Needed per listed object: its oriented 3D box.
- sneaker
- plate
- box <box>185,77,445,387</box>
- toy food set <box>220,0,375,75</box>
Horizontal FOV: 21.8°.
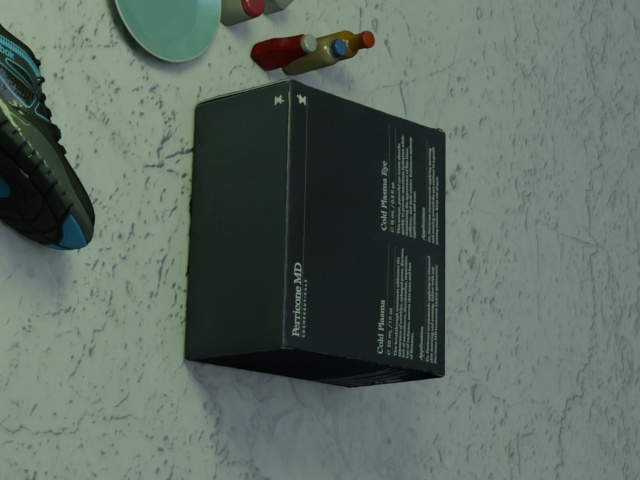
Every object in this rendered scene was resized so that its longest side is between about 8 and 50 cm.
[{"bbox_3d":[-0.339,-0.143,1.855,0.341,0.125,0.140,60,41,-24],"label":"sneaker"},{"bbox_3d":[-0.201,-0.317,2.113,0.188,0.024,0.188,12,74,-47],"label":"plate"},{"bbox_3d":[0.000,0.000,2.156,0.312,0.179,0.343,15,71,-46],"label":"box"},{"bbox_3d":[-0.039,-0.297,2.224,0.232,0.104,0.111,43,54,-34],"label":"toy food set"}]
